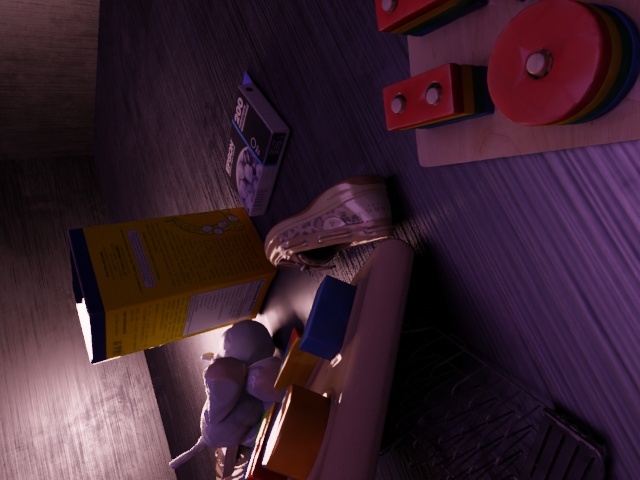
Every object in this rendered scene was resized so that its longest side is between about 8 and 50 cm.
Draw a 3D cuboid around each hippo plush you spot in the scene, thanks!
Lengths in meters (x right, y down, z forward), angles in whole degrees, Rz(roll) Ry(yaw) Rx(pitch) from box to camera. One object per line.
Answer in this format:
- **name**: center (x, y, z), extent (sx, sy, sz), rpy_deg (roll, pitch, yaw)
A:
- **hippo plush**: center (-0.144, 0.308, 0.951), extent (0.237, 0.234, 0.294), rpy_deg (-99, 30, -65)

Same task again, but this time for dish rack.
- **dish rack**: center (0.167, 0.230, 0.516), extent (0.271, 0.074, 0.208), rpy_deg (35, 128, 47)

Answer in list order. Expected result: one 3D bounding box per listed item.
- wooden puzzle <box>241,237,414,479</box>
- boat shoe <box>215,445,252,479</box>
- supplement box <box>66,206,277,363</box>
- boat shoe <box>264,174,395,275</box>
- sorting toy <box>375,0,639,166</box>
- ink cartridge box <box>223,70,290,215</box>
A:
- **wooden puzzle**: center (-0.016, 0.190, 0.591), extent (0.348, 0.080, 0.322), rpy_deg (-54, 13, 53)
- **boat shoe**: center (-0.205, 0.551, 1.134), extent (0.355, 0.132, 0.130), rpy_deg (-45, 62, 51)
- **supplement box**: center (-0.305, 0.080, 0.932), extent (0.195, 0.356, 0.194), rpy_deg (59, 142, 28)
- **boat shoe**: center (0.000, 0.000, 0.674), extent (0.285, 0.104, 0.089), rpy_deg (-36, 67, 54)
- **sorting toy**: center (0.153, -0.203, 0.391), extent (0.255, 0.089, 0.257), rpy_deg (4, 102, 56)
- **ink cartridge box**: center (-0.146, -0.193, 0.896), extent (0.208, 0.045, 0.206), rpy_deg (57, 142, 32)
